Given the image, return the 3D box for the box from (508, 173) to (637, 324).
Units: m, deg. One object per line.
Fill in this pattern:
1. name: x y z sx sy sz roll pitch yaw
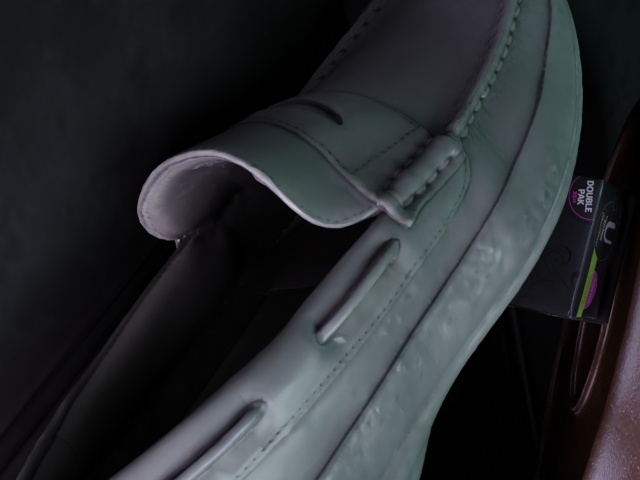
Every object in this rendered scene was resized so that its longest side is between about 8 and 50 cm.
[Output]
1. box: 0.087 -0.002 0.701 0.052 0.083 0.062 13 91 -62

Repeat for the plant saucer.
1. plant saucer: 0.154 0.047 0.781 0.310 0.050 0.311 13 90 -88

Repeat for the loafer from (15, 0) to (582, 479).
1. loafer: 0.000 0.000 0.518 0.111 0.112 0.319 49 49 -31
